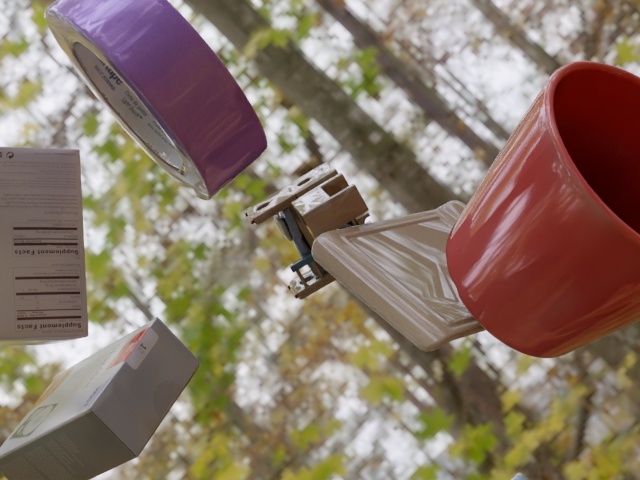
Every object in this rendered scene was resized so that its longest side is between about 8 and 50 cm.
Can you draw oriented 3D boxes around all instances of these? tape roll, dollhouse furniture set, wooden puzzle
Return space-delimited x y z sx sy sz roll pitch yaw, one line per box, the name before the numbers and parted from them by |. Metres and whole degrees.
tape roll | -0.182 -0.175 1.595 0.090 0.275 0.275 -43 -11 -11
dollhouse furniture set | 0.000 0.000 1.814 0.129 0.129 0.184 -31 16 -3
wooden puzzle | 0.141 0.042 1.694 0.238 0.221 0.044 -17 -48 -38

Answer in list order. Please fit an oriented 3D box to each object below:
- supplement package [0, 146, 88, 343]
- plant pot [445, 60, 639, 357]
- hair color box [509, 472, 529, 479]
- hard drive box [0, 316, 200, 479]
supplement package | -0.388 0.011 1.854 0.134 0.244 0.139 0 -7 -30
plant pot | 0.281 -0.015 1.559 0.275 0.275 0.243 -32 -11 -48
hair color box | 0.183 0.397 1.467 0.185 0.113 0.374 -41 -29 -14
hard drive box | -0.288 0.221 1.849 0.232 0.089 0.181 -29 19 39
